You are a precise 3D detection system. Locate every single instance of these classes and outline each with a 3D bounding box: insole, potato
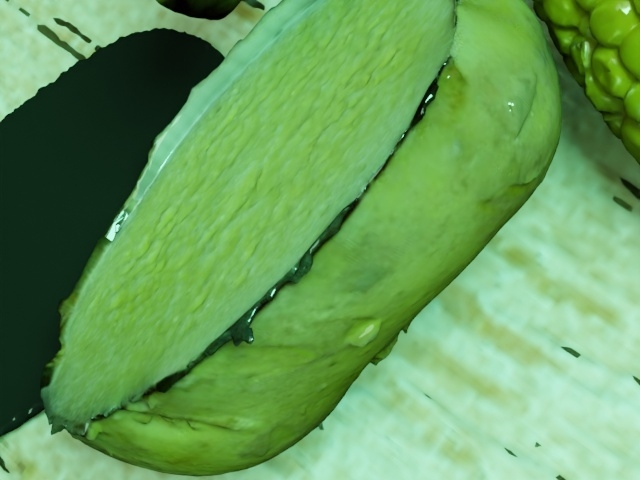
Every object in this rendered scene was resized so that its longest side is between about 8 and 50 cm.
[{"bbox_3d":[-0.153,0.058,0.587,0.119,0.009,0.348,42,98,29],"label":"insole"},{"bbox_3d":[0.000,0.000,0.468,0.200,0.081,0.164,-44,26,28],"label":"potato"}]

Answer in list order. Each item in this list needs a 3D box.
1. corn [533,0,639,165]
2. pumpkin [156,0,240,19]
[{"bbox_3d":[0.080,-0.151,0.463,0.119,0.119,0.322,-29,74,18],"label":"corn"},{"bbox_3d":[-0.047,-0.196,0.508,0.254,0.130,0.149,50,117,28],"label":"pumpkin"}]
